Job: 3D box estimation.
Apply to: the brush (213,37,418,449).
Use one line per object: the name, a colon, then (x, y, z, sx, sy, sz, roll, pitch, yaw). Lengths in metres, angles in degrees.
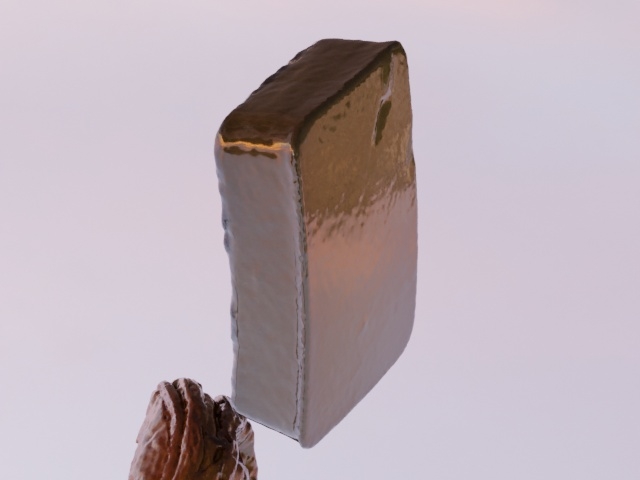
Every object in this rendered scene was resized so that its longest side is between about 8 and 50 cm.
brush: (0.000, 0.000, 0.735, 0.059, 0.197, 0.123, 14, -145, 25)

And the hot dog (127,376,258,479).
hot dog: (-0.128, 0.265, 1.293, 0.122, 0.196, 0.272, 0, -133, 13)
